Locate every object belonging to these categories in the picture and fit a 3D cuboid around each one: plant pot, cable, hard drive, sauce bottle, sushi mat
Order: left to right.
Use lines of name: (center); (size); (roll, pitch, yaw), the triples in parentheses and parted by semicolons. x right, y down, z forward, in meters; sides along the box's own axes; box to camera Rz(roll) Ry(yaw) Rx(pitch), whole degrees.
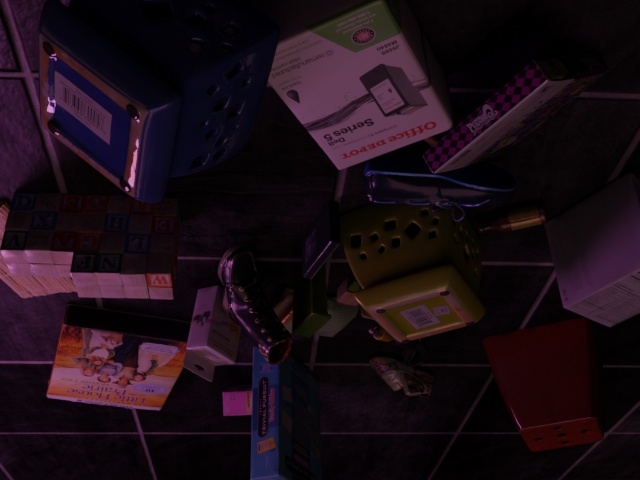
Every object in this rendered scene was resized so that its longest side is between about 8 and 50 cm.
sushi mat: (-0.616, 0.027, 1.553); (0.151, 0.019, 0.317); (-9, 145, 11)
plant pot: (-0.220, -0.205, 0.983); (0.236, 0.212, 0.236); (38, 144, 8)
hard drive: (0.000, 0.000, 1.477); (0.022, 0.094, 0.135); (13, 143, -19)
cable: (0.221, 0.230, 1.885); (0.139, 0.072, 0.287); (-30, 152, 9)
plant pot: (0.182, 0.058, 1.475); (0.227, 0.207, 0.228); (-18, 143, 21)
sauce bottle: (0.365, -0.040, 1.486); (0.128, 0.042, 0.042); (-11, 145, 16)
plant pot: (0.577, 0.374, 1.928); (0.267, 0.236, 0.267); (-15, 143, 18)

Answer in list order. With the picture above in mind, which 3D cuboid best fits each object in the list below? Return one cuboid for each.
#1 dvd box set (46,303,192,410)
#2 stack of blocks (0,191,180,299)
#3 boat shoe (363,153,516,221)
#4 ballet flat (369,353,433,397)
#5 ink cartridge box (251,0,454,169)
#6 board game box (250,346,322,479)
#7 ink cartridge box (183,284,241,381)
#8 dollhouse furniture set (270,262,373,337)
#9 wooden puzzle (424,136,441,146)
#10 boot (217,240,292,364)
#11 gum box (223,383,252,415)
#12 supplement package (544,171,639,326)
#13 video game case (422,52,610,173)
dvd box set: (-0.502, 0.302, 1.921); (0.307, 0.062, 0.420); (12, 143, -18)
stack of blocks: (-0.410, 0.009, 1.404); (0.297, 0.171, 0.087); (2, 145, -5)
boat shoe: (0.205, -0.096, 1.353); (0.258, 0.109, 0.089); (10, 127, 7)
ballet flat: (0.218, 0.362, 2.031); (0.221, 0.079, 0.077); (27, 137, -35)
ink cartridge box: (0.051, -0.244, 1.104); (0.198, 0.115, 0.273); (-18, 143, 22)
board game box: (-0.082, 0.458, 1.928); (0.079, 0.336, 0.254); (-15, 143, 18)
ink cartridge box: (-0.228, 0.202, 1.679); (0.061, 0.181, 0.104); (-12, 145, 30)
dollhouse furniture set: (0.002, 0.180, 1.688); (0.197, 0.151, 0.301); (15, 142, -23)
wooden puzzle: (0.201, -0.156, 1.281); (0.014, 0.078, 0.116); (-59, 156, 4)
boot: (-0.125, 0.128, 1.564); (0.085, 0.178, 0.236); (-27, 146, -27)
gum box: (-0.189, 0.416, 2.040); (0.107, 0.062, 0.188); (-3, 176, 1)
supplement package: (0.560, 0.022, 1.449); (0.149, 0.194, 0.203); (21, 140, -31)
video game case: (0.294, -0.191, 1.168); (0.210, 0.042, 0.232); (-18, 163, -45)
